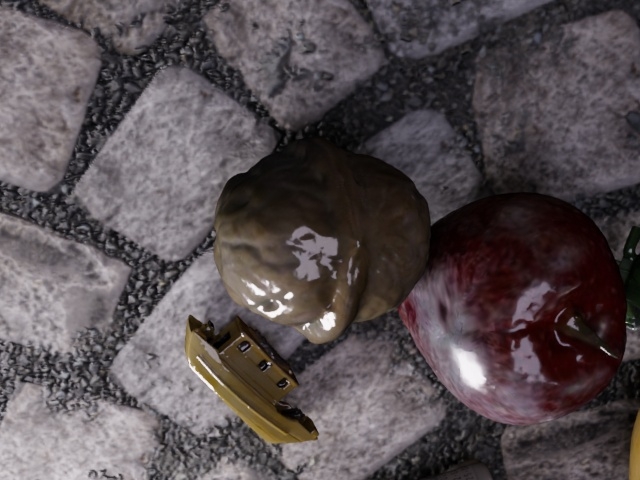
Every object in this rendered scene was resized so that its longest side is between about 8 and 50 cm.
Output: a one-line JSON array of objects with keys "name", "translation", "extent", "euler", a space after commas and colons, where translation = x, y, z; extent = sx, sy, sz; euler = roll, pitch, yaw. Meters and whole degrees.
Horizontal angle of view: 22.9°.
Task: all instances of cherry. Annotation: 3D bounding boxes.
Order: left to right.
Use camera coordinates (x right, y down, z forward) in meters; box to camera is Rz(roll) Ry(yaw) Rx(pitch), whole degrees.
[{"name": "cherry", "translation": [0.190, 0.064, 1.599], "extent": [0.203, 0.300, 0.230], "euler": [-26, 109, -31]}]

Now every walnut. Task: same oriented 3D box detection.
[{"name": "walnut", "translation": [0.000, 0.000, 1.555], "extent": [0.224, 0.224, 0.224], "euler": [-3, 116, -7]}]

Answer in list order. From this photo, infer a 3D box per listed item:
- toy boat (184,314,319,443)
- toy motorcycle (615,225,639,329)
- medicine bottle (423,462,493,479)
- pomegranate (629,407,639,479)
[{"name": "toy boat", "translation": [-0.070, 0.149, 1.706], "extent": [0.077, 0.057, 0.200], "euler": [-41, 115, 4]}, {"name": "toy motorcycle", "translation": [0.413, 0.007, 1.643], "extent": [0.127, 0.275, 0.205], "euler": [34, 71, -31]}, {"name": "medicine bottle", "translation": [0.125, 0.324, 1.792], "extent": [0.168, 0.105, 0.105], "euler": [-19, 117, 1]}, {"name": "pomegranate", "translation": [0.470, 0.260, 1.718], "extent": [0.307, 0.307, 0.307], "euler": [-3, 116, -7]}]
